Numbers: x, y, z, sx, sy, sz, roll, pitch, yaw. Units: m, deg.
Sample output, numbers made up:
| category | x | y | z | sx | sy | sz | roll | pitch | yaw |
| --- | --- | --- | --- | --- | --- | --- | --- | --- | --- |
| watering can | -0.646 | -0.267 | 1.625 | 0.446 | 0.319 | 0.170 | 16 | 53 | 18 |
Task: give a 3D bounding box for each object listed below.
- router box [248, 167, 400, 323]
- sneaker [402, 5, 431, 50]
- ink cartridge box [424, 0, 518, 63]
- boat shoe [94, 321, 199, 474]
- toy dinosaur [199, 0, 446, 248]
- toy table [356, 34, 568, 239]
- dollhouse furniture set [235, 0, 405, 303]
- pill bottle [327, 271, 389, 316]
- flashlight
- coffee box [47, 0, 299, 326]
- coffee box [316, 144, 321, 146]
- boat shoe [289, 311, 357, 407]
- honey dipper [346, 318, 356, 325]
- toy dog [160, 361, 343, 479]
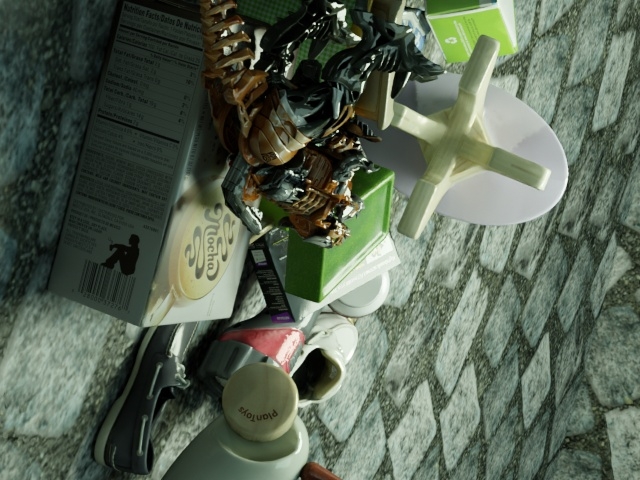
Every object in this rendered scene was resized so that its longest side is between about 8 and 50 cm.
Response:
| category | x | y | z | sx | sy | sz | roll | pitch | yaw |
| --- | --- | --- | --- | --- | --- | --- | --- | --- | --- |
| router box | 0.000 | 0.000 | 1.932 | 0.179 | 0.046 | 0.133 | -27 | 104 | -37 |
| sneaker | 0.085 | -0.249 | 2.051 | 0.211 | 0.080 | 0.081 | -4 | 109 | -66 |
| ink cartridge box | 0.165 | -0.359 | 2.042 | 0.255 | 0.097 | 0.189 | 50 | 35 | -62 |
| boat shoe | -0.168 | 0.156 | 1.802 | 0.206 | 0.065 | 0.075 | -64 | 158 | -17 |
| toy dinosaur | -0.019 | -0.122 | 1.525 | 0.218 | 0.164 | 0.322 | -47 | 158 | -12 |
| toy table | 0.166 | -0.119 | 2.047 | 0.161 | 0.274 | 0.252 | 6 | 97 | -80 |
| dollhouse furniture set | -0.037 | -0.123 | 1.721 | 0.151 | 0.197 | 0.302 | -39 | 143 | -47 |
| pill bottle | 0.044 | 0.054 | 2.125 | 0.152 | 0.086 | 0.086 | 103 | 8 | -85 |
| flashlight | -0.039 | 0.057 | 1.992 | 0.103 | 0.103 | 0.304 | 41 | 60 | -29 |
| coffee box | -0.137 | -0.078 | 1.618 | 0.168 | 0.119 | 0.297 | 0 | 107 | -63 |
| coffee box | -0.019 | -0.130 | 1.953 | 0.113 | 0.040 | 0.184 | -56 | 153 | -33 |
| boat shoe | -0.011 | 0.162 | 2.107 | 0.277 | 0.096 | 0.098 | -28 | 122 | -57 |
| honey dipper | 0.004 | 0.147 | 2.244 | 0.161 | 0.030 | 0.030 | -56 | 153 | -24 |
| toy dog | -0.104 | 0.296 | 1.799 | 0.334 | 0.161 | 0.220 | -53 | 165 | 2 |
